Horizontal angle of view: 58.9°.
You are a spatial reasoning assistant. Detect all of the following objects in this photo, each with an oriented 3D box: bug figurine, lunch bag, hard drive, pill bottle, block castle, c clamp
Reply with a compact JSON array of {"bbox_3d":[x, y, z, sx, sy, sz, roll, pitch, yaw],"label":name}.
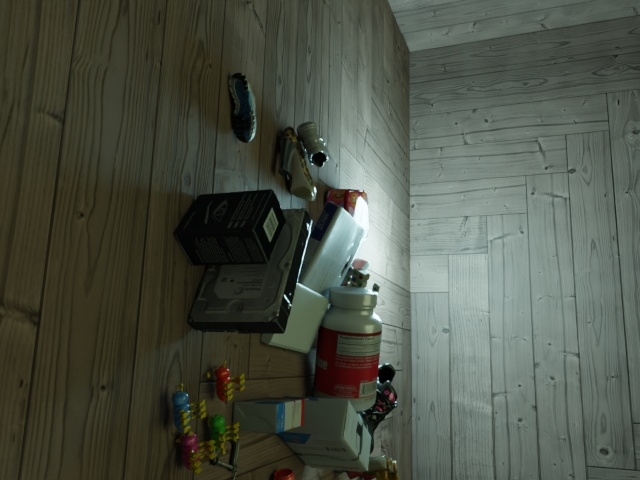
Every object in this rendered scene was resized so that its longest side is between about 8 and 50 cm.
[{"bbox_3d":[-0.269,0.409,1.320,0.279,0.072,0.216,-10,99,-71],"label":"bug figurine"},{"bbox_3d":[0.114,-0.085,2.367,0.293,0.120,0.258,-10,101,-68],"label":"lunch bag"},{"bbox_3d":[-0.074,0.251,1.825,0.203,0.040,0.307,-67,154,-7],"label":"hard drive"},{"bbox_3d":[-0.167,0.068,1.404,0.064,0.237,0.338,63,32,-48],"label":"hard drive"},{"bbox_3d":[0.100,0.378,2.023,0.229,0.229,0.407,-3,98,-70],"label":"pill bottle"},{"bbox_3d":[0.208,1.055,2.339,0.453,0.213,0.302,60,21,-63],"label":"block castle"},{"bbox_3d":[-0.240,0.553,1.450,0.160,0.022,0.137,63,32,-49],"label":"c clamp"}]

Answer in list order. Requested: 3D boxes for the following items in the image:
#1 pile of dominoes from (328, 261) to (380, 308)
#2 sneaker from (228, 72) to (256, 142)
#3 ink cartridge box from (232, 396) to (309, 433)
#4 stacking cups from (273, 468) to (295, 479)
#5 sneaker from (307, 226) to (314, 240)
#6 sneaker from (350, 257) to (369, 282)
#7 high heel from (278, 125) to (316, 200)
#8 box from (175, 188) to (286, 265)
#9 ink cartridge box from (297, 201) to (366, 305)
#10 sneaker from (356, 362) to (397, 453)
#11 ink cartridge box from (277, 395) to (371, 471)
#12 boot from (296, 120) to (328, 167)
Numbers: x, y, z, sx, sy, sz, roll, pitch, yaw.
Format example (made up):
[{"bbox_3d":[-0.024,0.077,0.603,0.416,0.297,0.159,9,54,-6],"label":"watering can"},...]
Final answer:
[{"bbox_3d":[0.113,0.223,2.156,0.040,0.196,0.251,-4,118,-47],"label":"pile of dominoes"},{"bbox_3d":[-0.207,-0.369,1.599,0.083,0.072,0.190,-9,96,-75],"label":"sneaker"},{"bbox_3d":[-0.132,0.484,1.588,0.231,0.134,0.077,28,60,-66],"label":"ink cartridge box"},{"bbox_3d":[-0.096,0.855,1.724,0.096,0.096,0.316,-9,92,-70],"label":"stacking cups"},{"bbox_3d":[0.000,0.000,2.075,0.221,0.087,0.083,41,49,-63],"label":"sneaker"},{"bbox_3d":[0.155,0.132,2.546,0.134,0.070,0.051,-46,147,-24],"label":"sneaker"},{"bbox_3d":[-0.066,-0.257,1.930,0.261,0.093,0.186,48,42,-57],"label":"high heel"},{"bbox_3d":[-0.209,-0.030,1.343,0.153,0.207,0.108,-70,150,-44],"label":"box"},{"bbox_3d":[0.026,0.057,1.995,0.324,0.071,0.330,-64,158,-4],"label":"ink cartridge box"},{"bbox_3d":[0.208,0.669,2.339,0.185,0.202,0.482,53,29,-21],"label":"sneaker"},{"bbox_3d":[0.020,0.634,1.851,0.307,0.223,0.129,65,29,-46],"label":"ink cartridge box"},{"bbox_3d":[-0.025,-0.301,1.946,0.258,0.095,0.123,60,11,-77],"label":"boot"}]
